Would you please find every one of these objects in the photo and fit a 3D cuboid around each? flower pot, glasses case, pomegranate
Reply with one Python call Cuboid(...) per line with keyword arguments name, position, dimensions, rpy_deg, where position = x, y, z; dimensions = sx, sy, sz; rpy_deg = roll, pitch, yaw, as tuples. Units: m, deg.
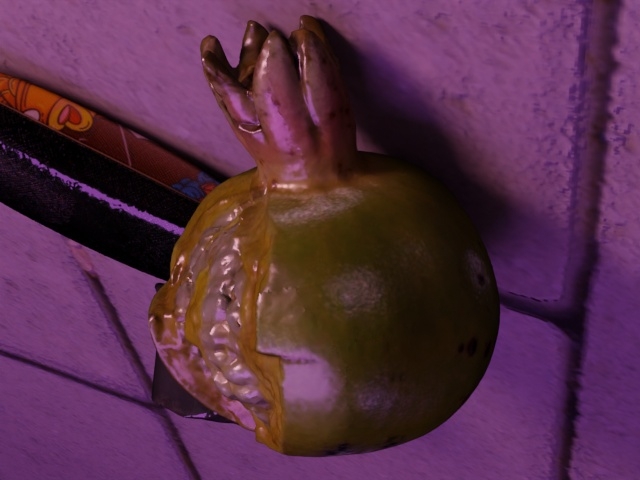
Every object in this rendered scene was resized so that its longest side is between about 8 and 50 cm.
Cuboid(name="flower pot", position=(-0.081, 0.104, 1.080), dimensions=(0.157, 0.107, 0.157), rpy_deg=(16, 178, 0))
Cuboid(name="glasses case", position=(-0.186, -0.047, 1.003), dimensions=(0.321, 0.082, 0.122), rpy_deg=(27, 152, -1))
Cuboid(name="pomegranate", position=(0.000, 0.000, 0.827), dimensions=(0.236, 0.236, 0.302), rpy_deg=(5, 112, 34))
